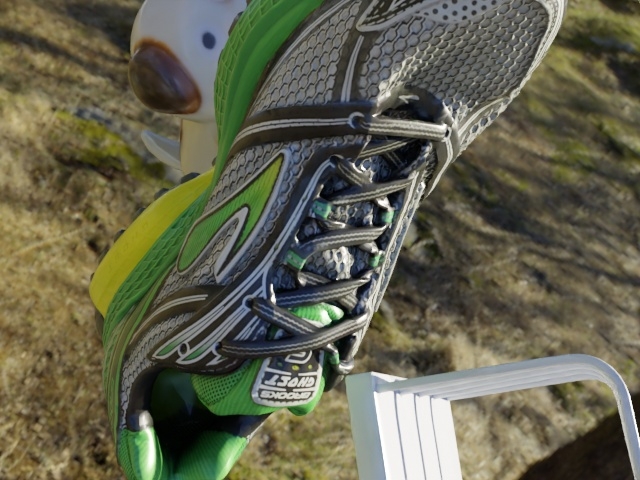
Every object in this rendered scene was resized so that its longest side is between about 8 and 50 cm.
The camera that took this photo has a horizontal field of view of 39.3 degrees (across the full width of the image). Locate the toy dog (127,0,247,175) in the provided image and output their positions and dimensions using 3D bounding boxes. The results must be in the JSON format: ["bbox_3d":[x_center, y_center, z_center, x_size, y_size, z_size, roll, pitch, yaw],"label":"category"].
[{"bbox_3d":[-0.119,-0.223,1.318,0.395,0.285,0.408,14,-22,24],"label":"toy dog"}]

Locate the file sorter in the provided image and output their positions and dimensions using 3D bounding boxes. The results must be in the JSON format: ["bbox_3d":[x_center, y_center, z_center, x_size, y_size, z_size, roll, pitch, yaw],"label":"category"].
[{"bbox_3d":[0.147,0.186,0.645,0.277,0.173,0.193,31,49,-69],"label":"file sorter"}]

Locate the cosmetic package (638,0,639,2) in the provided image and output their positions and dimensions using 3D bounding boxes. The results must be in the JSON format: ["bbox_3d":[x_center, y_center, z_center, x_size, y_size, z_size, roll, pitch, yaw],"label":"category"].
[{"bbox_3d":[0.497,-0.333,0.868,0.156,0.385,0.217,39,30,-46],"label":"cosmetic package"}]

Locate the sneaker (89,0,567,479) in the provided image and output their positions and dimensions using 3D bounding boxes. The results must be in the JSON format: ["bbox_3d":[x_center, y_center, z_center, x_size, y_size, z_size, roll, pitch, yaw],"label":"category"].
[{"bbox_3d":[0.000,0.000,0.427,0.134,0.343,0.146,14,40,-30],"label":"sneaker"}]
